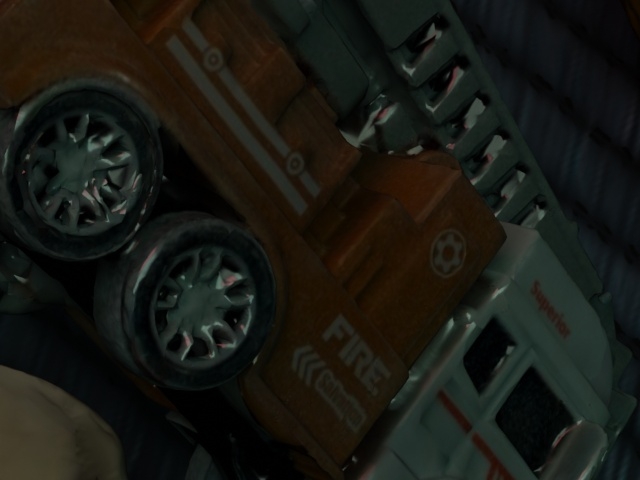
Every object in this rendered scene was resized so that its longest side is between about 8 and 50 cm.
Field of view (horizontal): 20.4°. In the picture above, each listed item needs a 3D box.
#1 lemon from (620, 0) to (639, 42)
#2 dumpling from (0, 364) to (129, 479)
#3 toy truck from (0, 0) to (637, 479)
[{"bbox_3d":[0.238,-0.159,0.670,0.297,0.297,0.297,1,79,-4],"label":"lemon"},{"bbox_3d":[-0.202,0.217,0.553,0.315,0.233,0.395,13,82,1],"label":"dumpling"},{"bbox_3d":[0.000,0.000,0.618,0.184,0.133,0.338,-50,124,-17],"label":"toy truck"}]
